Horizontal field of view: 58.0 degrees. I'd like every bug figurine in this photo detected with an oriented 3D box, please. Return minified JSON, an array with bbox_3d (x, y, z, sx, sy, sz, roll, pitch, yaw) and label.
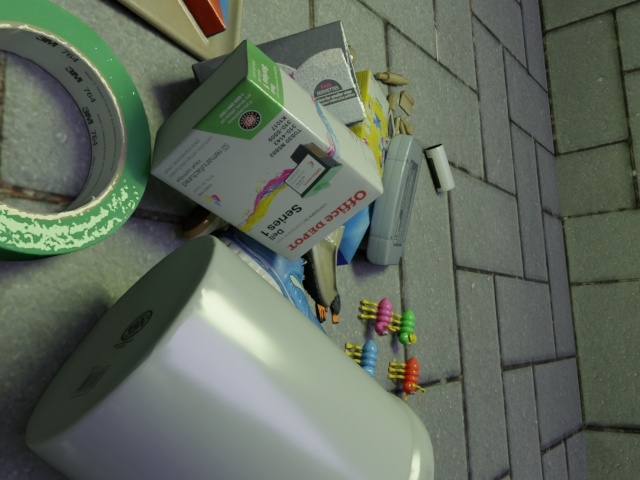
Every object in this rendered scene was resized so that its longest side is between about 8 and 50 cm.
[{"bbox_3d":[0.165,0.249,1.338,0.279,0.072,0.216,29,60,-47],"label":"bug figurine"}]

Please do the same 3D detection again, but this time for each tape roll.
[{"bbox_3d":[-0.362,-0.136,0.707,0.321,0.077,0.321,15,71,-52],"label":"tape roll"}]

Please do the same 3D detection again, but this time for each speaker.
[{"bbox_3d":[0.354,-0.215,1.706,0.055,0.055,0.136,-40,115,-50],"label":"speaker"}]

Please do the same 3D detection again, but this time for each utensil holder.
[{"bbox_3d":[-0.101,0.228,0.727,0.385,0.327,0.327,47,47,-20],"label":"utensil holder"}]

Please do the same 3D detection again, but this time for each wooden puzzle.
[{"bbox_3d":[-0.243,-0.500,0.940,0.348,0.080,0.322,21,66,-49],"label":"wooden puzzle"}]

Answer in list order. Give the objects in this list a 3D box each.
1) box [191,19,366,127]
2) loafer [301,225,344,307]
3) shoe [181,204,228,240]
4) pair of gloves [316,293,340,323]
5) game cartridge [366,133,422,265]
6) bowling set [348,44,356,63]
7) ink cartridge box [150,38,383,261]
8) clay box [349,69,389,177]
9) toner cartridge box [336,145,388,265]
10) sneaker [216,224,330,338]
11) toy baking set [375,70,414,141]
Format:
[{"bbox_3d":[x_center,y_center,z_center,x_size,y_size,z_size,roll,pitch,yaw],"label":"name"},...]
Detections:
[{"bbox_3d":[-0.064,-0.240,0.959,0.142,0.247,0.163,-93,167,-81],"label":"box"},{"bbox_3d":[0.000,0.000,1.071,0.092,0.102,0.268,-21,115,-21],"label":"loafer"},{"bbox_3d":[-0.153,-0.061,0.972,0.058,0.076,0.219,57,40,-21],"label":"shoe"},{"bbox_3d":[0.018,0.137,1.216,0.083,0.010,0.074,11,74,-53],"label":"pair of gloves"},{"bbox_3d":[0.173,-0.089,1.333,0.196,0.060,0.294,5,97,-75],"label":"game cartridge"},{"bbox_3d":[-0.050,-0.284,1.092,0.200,0.154,0.287,29,60,-47],"label":"bowling set"},{"bbox_3d":[-0.072,-0.117,0.852,0.278,0.201,0.117,35,30,-35],"label":"ink cartridge box"},{"bbox_3d":[0.094,-0.229,1.219,0.127,0.053,0.222,42,51,-54],"label":"clay box"},{"bbox_3d":[0.057,-0.118,1.267,0.165,0.075,0.348,58,42,-30],"label":"toner cartridge box"},{"bbox_3d":[-0.059,0.092,1.023,0.330,0.130,0.147,58,44,-28],"label":"sneaker"},{"bbox_3d":[0.198,-0.357,1.546,0.256,0.030,0.197,-4,86,-54],"label":"toy baking set"}]
